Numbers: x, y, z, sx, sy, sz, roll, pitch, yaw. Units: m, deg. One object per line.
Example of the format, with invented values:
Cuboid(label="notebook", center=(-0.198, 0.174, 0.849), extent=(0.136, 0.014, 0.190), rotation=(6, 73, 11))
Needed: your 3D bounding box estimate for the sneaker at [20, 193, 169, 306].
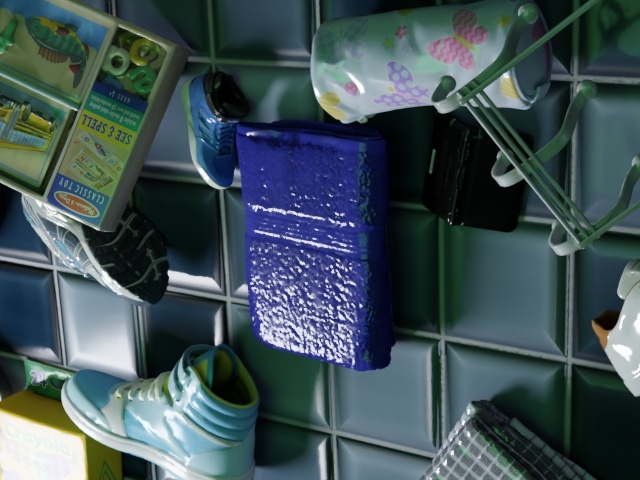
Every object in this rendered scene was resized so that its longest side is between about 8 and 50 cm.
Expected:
Cuboid(label="sneaker", center=(-0.326, 0.001, 1.738), extent=(0.283, 0.110, 0.122), rotation=(44, 142, 18))

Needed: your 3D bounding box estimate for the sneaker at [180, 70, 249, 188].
Cuboid(label="sneaker", center=(-0.128, -0.145, 1.568), extent=(0.084, 0.058, 0.152), rotation=(-11, 92, 44))

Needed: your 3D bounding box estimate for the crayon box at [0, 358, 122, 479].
Cuboid(label="crayon box", center=(-0.415, 0.369, 1.909), extent=(0.203, 0.083, 0.323), rotation=(10, 110, 31))

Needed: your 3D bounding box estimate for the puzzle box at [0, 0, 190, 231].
Cuboid(label="puzzle box", center=(-0.408, -0.214, 1.639), extent=(0.409, 0.052, 0.272), rotation=(24, 96, 15))

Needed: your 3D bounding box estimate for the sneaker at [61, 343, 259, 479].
Cuboid(label="sneaker", center=(-0.218, 0.209, 1.704), extent=(0.319, 0.127, 0.208), rotation=(22, 118, 16))

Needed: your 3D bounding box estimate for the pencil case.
Cuboid(label="pencil case", center=(0.121, -0.201, 1.350), extent=(0.273, 0.113, 0.124), rotation=(-2, 91, 33))

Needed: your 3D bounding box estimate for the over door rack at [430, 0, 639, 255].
Cuboid(label="over door rack", center=(0.309, -0.154, 1.200), extent=(0.324, 0.108, 0.239), rotation=(-32, 116, 25))

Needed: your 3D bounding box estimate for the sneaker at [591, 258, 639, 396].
Cuboid(label="sneaker", center=(0.380, 0.051, 1.245), extent=(0.123, 0.106, 0.290), rotation=(54, 138, 14))

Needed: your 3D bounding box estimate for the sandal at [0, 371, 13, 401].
Cuboid(label="sandal", center=(-0.589, 0.172, 1.986), extent=(0.254, 0.054, 0.097), rotation=(52, 135, 6))

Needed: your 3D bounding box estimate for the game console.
Cuboid(label="game console", center=(0.181, -0.081, 1.412), extent=(0.107, 0.071, 0.122), rotation=(40, 128, 53))

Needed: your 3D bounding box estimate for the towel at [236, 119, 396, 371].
Cuboid(label="towel", center=(0.000, 0.000, 1.528), extent=(0.228, 0.076, 0.308), rotation=(12, 112, 38))

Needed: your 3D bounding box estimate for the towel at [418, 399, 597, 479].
Cuboid(label="towel", center=(0.231, 0.362, 1.453), extent=(0.284, 0.121, 0.235), rotation=(40, 122, 17))
